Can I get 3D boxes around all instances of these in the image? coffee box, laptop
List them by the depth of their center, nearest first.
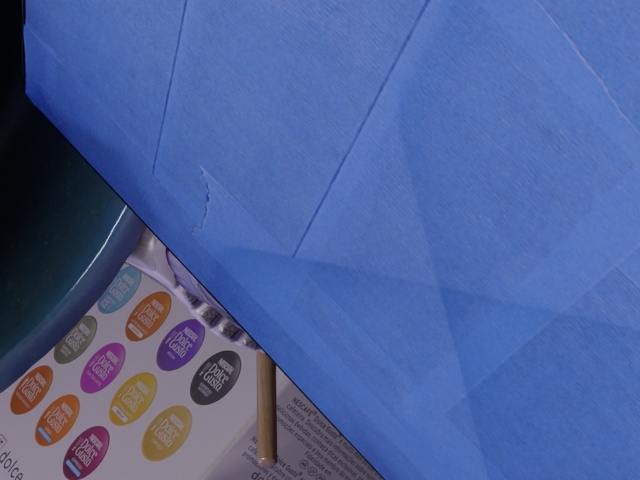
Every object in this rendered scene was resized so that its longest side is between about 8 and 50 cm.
[{"bbox_3d":[-0.006,0.108,0.431,0.236,0.408,0.382,14,162,-4],"label":"laptop"},{"bbox_3d":[-0.057,0.199,1.611,0.338,0.334,0.337,44,175,-35],"label":"coffee box"}]

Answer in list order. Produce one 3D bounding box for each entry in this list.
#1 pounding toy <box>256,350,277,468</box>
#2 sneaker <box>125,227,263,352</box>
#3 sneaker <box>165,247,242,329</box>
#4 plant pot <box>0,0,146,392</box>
[{"bbox_3d":[0.044,0.142,1.321,0.269,0.155,0.154,40,170,33],"label":"pounding toy"},{"bbox_3d":[-0.086,-0.022,1.163,0.281,0.105,0.115,28,-168,-16],"label":"sneaker"},{"bbox_3d":[0.000,0.000,0.714,0.111,0.103,0.252,43,177,22],"label":"sneaker"},{"bbox_3d":[-0.271,-0.124,0.727,0.334,0.341,0.341,51,-178,41],"label":"plant pot"}]
